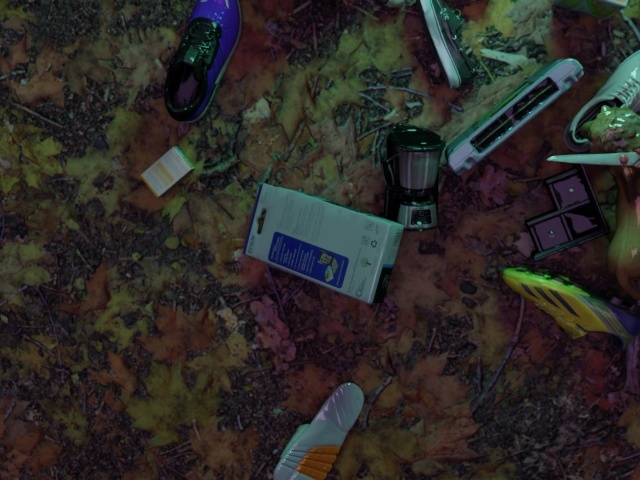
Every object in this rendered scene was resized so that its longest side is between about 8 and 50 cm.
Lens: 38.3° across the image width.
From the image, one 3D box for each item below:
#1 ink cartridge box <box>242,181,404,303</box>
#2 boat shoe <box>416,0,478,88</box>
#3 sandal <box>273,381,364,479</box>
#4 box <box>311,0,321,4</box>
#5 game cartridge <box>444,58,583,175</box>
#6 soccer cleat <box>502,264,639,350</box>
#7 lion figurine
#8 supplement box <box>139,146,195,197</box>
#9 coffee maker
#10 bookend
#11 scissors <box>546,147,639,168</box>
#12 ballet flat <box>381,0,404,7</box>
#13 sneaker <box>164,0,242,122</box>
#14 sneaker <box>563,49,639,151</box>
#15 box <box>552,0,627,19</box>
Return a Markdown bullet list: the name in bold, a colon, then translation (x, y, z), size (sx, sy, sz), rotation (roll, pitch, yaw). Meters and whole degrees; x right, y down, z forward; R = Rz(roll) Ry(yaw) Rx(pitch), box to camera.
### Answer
- **ink cartridge box**: translation (0.000, 0.000, 1.855), size (0.333, 0.065, 0.165), rotation (21, 100, 33)
- **boat shoe**: translation (0.250, -0.415, 1.810), size (0.076, 0.080, 0.228), rotation (-21, 94, 3)
- **sandal**: translation (-0.001, 0.416, 1.946), size (0.102, 0.076, 0.265), rotation (39, 79, -12)
- **box**: translation (0.037, -0.601, 1.757), size (0.247, 0.142, 0.163), rotation (-31, 53, 9)
- **game cartridge**: translation (0.359, -0.239, 1.753), size (0.294, 0.196, 0.060), rotation (-40, 90, 10)
- **soccer cleat**: translation (0.494, 0.135, 1.833), size (0.289, 0.093, 0.121), rotation (20, 105, 6)
- **lion figurine**: translation (0.586, -0.048, 1.706), size (0.142, 0.240, 0.392), rotation (-9, 81, 41)
- **supplement box**: translation (-0.321, -0.144, 1.936), size (0.098, 0.036, 0.062), rotation (-38, 90, 10)
- **coffee maker**: translation (0.187, -0.125, 1.827), size (0.120, 0.171, 0.178), rotation (6, 114, 10)
- **bookend**: translation (0.467, -0.061, 1.822), size (0.156, 0.072, 0.157), rotation (-21, 93, 10)
- **scissors**: translation (0.549, -0.134, 1.610), size (0.297, 0.021, 0.108), rotation (-15, 93, -5)
- **ballet flat**: translation (0.157, -0.546, 1.826), size (0.052, 0.057, 0.168), rotation (6, 102, -21)
- **sneaker**: translation (-0.240, -0.374, 1.844), size (0.102, 0.146, 0.293), rotation (19, 99, 5)
- **sneaker**: translation (0.578, -0.269, 1.773), size (0.094, 0.091, 0.258), rotation (41, 100, 2)
- **box**: translation (0.510, -0.483, 1.701), size (0.114, 0.203, 0.103), rotation (18, 99, 5)
